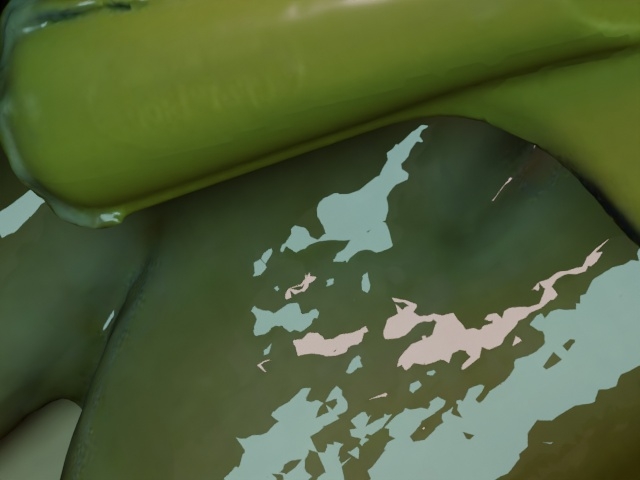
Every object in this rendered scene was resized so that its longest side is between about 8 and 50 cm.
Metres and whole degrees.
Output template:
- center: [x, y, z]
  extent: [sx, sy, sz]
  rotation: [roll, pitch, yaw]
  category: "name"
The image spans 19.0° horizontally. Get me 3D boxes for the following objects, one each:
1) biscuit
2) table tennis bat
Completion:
- center: [0.000, 0.000, 0.515]
  extent: [0.290, 0.062, 0.237]
  rotation: [-40, 73, 8]
  category: "biscuit"
- center: [0.084, -0.062, 0.396]
  extent: [0.368, 0.054, 0.224]
  rotation: [-13, 101, 29]
  category: "table tennis bat"
